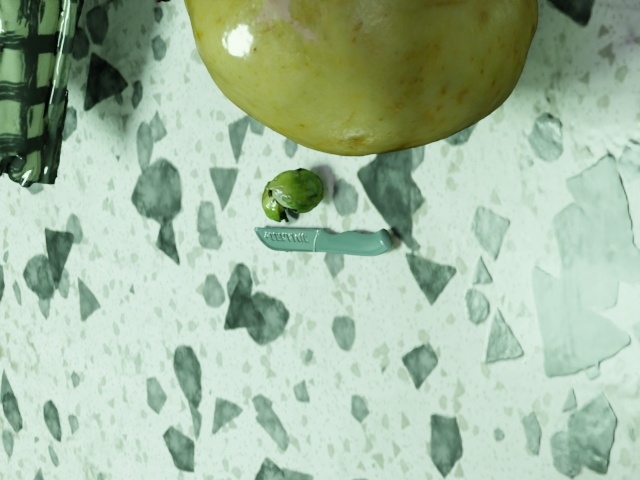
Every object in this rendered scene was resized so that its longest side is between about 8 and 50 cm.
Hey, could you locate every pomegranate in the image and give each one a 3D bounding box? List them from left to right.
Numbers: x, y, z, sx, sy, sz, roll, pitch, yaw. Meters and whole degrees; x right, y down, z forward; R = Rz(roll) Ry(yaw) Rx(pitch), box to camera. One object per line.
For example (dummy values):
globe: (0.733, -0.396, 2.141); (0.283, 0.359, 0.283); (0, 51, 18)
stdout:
pomegranate: (0.027, -0.200, 1.279); (0.307, 0.307, 0.307); (11, 104, 49)

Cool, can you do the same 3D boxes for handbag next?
handbag: (-0.365, -0.263, 1.789); (0.325, 0.162, 0.327); (-117, 34, -56)

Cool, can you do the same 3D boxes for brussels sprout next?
brussels sprout: (-0.034, -0.044, 1.565); (0.051, 0.046, 0.083); (42, 142, -16)

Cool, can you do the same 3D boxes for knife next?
knife: (0.001, 0.000, 1.557); (0.210, 0.015, 0.028); (1, 104, 51)

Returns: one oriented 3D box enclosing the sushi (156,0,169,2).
sushi: (-0.158, -0.362, 1.592); (0.126, 0.136, 0.225); (36, 124, 16)
